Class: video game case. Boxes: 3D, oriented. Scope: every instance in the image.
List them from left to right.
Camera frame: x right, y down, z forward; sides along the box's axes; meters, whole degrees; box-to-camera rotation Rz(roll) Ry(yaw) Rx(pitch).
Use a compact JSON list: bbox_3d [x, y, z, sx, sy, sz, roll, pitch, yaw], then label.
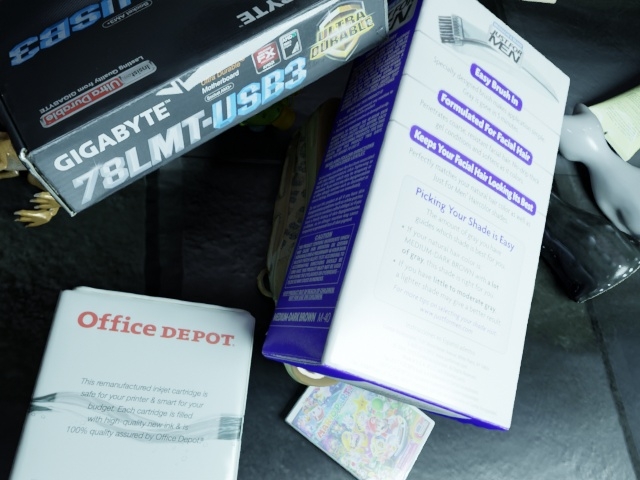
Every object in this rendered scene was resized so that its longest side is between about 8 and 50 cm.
[{"bbox_3d":[0.039,0.171,0.503,0.122,0.011,0.087,38,62,1],"label":"video game case"}]

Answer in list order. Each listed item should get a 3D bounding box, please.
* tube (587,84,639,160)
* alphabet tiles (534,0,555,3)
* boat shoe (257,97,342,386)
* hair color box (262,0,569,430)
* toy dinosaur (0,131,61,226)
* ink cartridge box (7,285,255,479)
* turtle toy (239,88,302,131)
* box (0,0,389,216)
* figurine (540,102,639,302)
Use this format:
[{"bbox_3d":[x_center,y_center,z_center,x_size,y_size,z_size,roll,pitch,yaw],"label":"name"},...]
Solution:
[{"bbox_3d":[0.487,-0.201,0.782,0.240,0.062,0.070,-30,36,-21],"label":"tube"},{"bbox_3d":[0.146,-0.391,0.713,0.342,0.011,0.285,-3,46,-19],"label":"alphabet tiles"},{"bbox_3d":[0.000,0.000,0.530,0.104,0.089,0.285,23,64,-32],"label":"boat shoe"},{"bbox_3d":[0.096,-0.033,0.468,0.185,0.110,0.339,26,72,-25],"label":"hair color box"},{"bbox_3d":[-0.238,-0.076,0.488,0.211,0.064,0.112,-1,67,-18],"label":"toy dinosaur"},{"bbox_3d":[-0.140,0.154,0.409,0.153,0.087,0.208,11,66,-13],"label":"ink cartridge box"},{"bbox_3d":[-0.072,-0.173,0.580,0.095,0.066,0.130,30,57,-30],"label":"turtle toy"},{"bbox_3d":[-0.144,-0.198,0.467,0.295,0.073,0.293,-33,54,-12],"label":"box"},{"bbox_3d":[0.323,-0.065,0.656,0.215,0.092,0.209,-28,75,-27],"label":"figurine"}]
